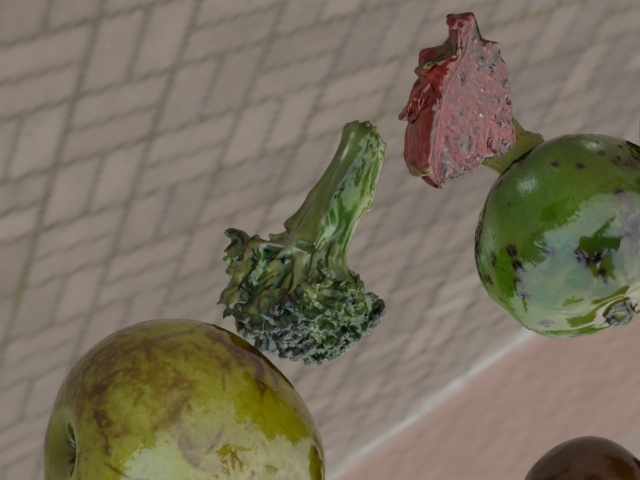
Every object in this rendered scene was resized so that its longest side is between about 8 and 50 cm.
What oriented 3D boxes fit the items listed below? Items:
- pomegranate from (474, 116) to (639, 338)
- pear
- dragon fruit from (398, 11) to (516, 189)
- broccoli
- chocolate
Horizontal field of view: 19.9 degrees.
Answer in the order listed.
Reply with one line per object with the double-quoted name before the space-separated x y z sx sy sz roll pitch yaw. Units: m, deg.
"pomegranate" 0.236 -0.025 1.748 0.211 0.263 0.211 -22 151 -13
"pear" -0.133 0.212 1.781 0.283 0.283 0.283 -28 158 -13
"dragon fruit" 0.099 -0.118 1.484 0.097 0.063 0.131 -21 111 -30
"broccoli" -0.014 0.006 2.058 0.198 0.274 0.177 -8 157 44
"chocolate" 0.284 0.298 1.992 0.177 0.176 0.177 -28 158 -13
